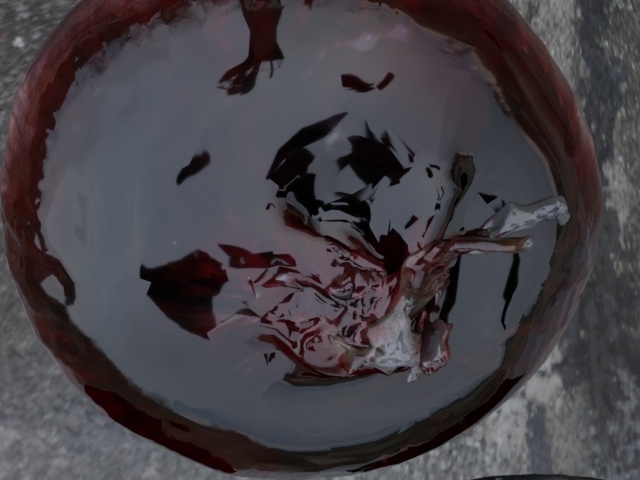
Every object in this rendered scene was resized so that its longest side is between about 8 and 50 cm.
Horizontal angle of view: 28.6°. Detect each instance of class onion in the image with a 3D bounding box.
[{"bbox_3d":[0.000,0.000,0.542,0.273,0.285,0.273,-6,116,-12],"label":"onion"}]

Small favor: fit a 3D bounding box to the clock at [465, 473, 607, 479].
[{"bbox_3d":[0.113,0.188,0.688,0.184,0.040,0.184,1,141,1],"label":"clock"}]
